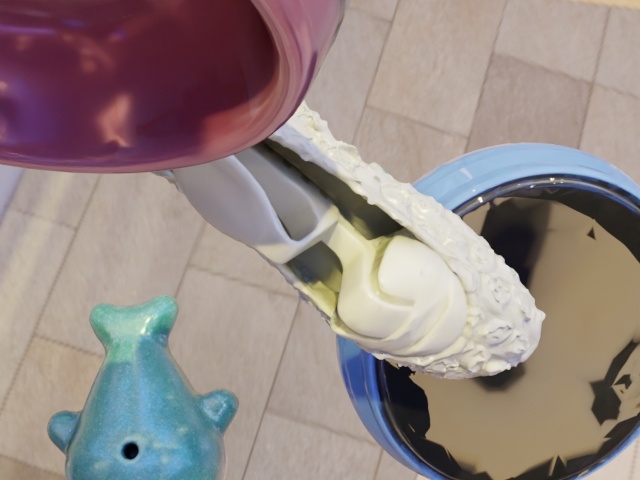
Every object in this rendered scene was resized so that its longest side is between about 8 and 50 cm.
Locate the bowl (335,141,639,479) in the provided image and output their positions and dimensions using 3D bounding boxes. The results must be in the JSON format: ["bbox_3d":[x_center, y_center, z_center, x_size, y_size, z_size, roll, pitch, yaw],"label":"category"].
[{"bbox_3d":[0.212,0.094,1.215,0.391,0.077,0.391,-4,108,-14],"label":"bowl"}]

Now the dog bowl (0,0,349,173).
[{"bbox_3d":[-0.162,-0.165,0.565,0.408,0.408,0.150,9,71,-3],"label":"dog bowl"}]

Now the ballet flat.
[{"bbox_3d":[0.000,0.000,0.884,0.409,0.147,0.147,38,65,-12],"label":"ballet flat"}]

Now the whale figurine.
[{"bbox_3d":[-0.199,0.189,1.270,0.216,0.141,0.272,-7,74,1],"label":"whale figurine"}]
